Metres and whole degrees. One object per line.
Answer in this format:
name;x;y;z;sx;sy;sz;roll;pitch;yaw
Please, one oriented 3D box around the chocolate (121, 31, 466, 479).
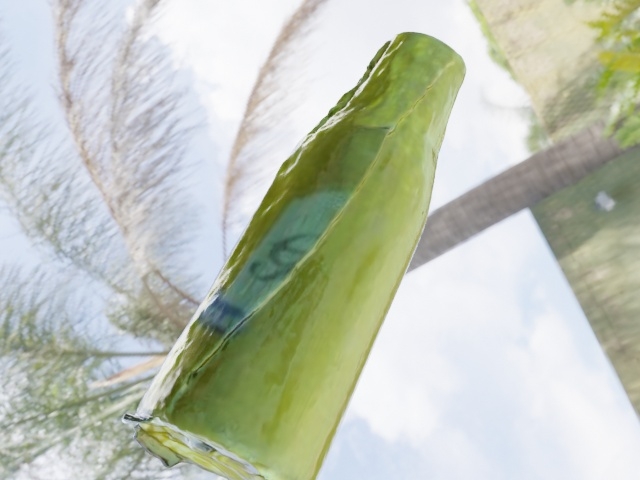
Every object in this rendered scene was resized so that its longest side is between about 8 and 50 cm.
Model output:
chocolate;0.000;0.000;0.793;0.162;0.162;0.445;40;-115;-32
